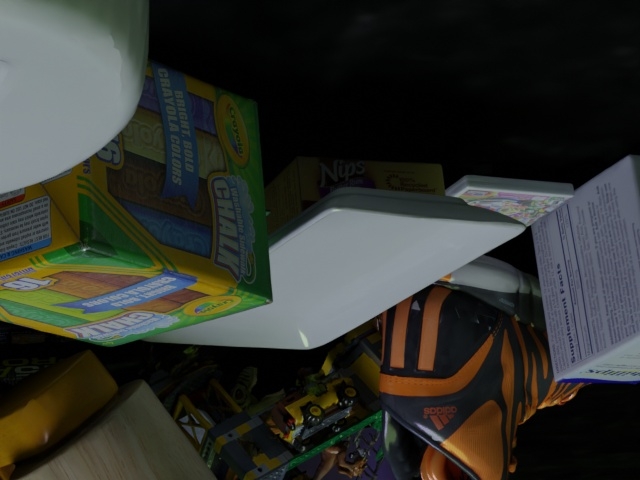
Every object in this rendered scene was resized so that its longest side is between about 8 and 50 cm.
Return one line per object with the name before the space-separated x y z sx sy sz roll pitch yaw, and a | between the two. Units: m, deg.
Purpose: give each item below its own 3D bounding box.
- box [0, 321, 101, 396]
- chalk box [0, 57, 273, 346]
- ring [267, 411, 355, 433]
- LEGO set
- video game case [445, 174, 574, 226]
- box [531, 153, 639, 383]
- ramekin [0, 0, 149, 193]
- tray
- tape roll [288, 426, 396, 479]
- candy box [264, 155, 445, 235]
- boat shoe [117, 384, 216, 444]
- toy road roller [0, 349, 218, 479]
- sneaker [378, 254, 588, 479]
box | -0.301 0.073 1.485 0.270 0.060 0.216 -2 160 -10
chalk box | -0.116 -0.019 1.155 0.132 0.132 0.213 -18 157 33
ring | 0.019 0.196 1.980 0.336 0.032 0.336 -5 162 -2
LEGO set | -0.075 0.156 1.601 0.255 0.192 0.331 -30 154 -29
video game case | 0.112 -0.018 1.409 0.087 0.011 0.122 4 159 -25
box | 0.217 0.023 1.382 0.072 0.126 0.137 2 160 -26
ramekin | -0.202 -0.113 0.853 0.277 0.135 0.277 -4 161 -2
tray | -0.001 0.019 1.292 0.145 0.030 0.270 4 159 -31
tape roll | -0.009 0.231 1.845 0.189 0.080 0.189 -13 171 -2
candy box | 0.000 0.000 1.369 0.109 0.053 0.186 2 161 -23
boat shoe | -0.237 0.178 1.732 0.320 0.118 0.103 6 163 -12
toy road roller | -0.226 0.239 1.410 0.240 0.202 0.329 -41 -171 -34
sneaker | 0.133 0.116 1.504 0.124 0.180 0.321 5 172 39
